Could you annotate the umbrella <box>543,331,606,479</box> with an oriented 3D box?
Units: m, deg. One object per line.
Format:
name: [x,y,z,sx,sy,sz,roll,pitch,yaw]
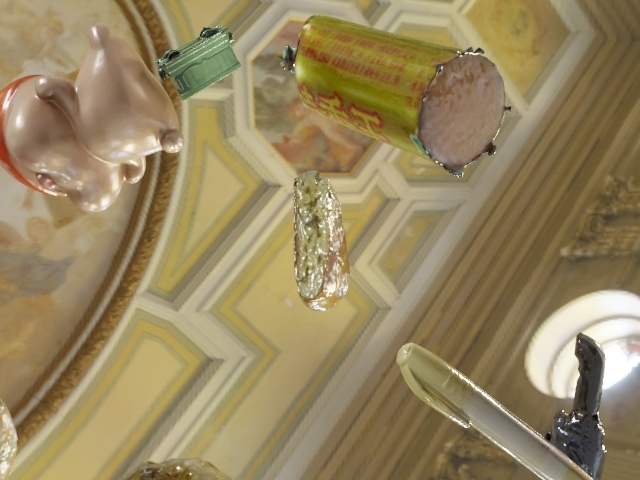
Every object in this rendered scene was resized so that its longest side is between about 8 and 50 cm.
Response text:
umbrella: [0.243,0.213,0.766,0.071,0.071,0.248,-2,-74,-33]

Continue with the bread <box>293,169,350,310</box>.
bread: [0.000,0.022,0.821,0.136,0.054,0.154,-78,-23,-59]

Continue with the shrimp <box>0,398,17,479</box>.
shrimp: [-0.390,0.229,0.755,0.168,0.077,0.317,25,-63,-12]

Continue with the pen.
pen: [0.157,0.166,0.694,0.233,0.032,0.040,38,-117,-7]

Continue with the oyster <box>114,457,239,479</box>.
oyster: [-0.200,0.330,0.948,0.166,0.341,0.110,35,-140,-26]

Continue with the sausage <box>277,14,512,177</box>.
sausage: [0.050,-0.181,0.892,0.117,0.317,0.125,-38,-48,-22]

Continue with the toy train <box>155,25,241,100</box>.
toy train: [-0.132,-0.197,0.886,0.093,0.038,0.056,-33,-61,-9]

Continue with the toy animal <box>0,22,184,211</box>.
toy animal: [-0.266,-0.127,0.888,0.198,0.171,0.171,-28,-72,16]
